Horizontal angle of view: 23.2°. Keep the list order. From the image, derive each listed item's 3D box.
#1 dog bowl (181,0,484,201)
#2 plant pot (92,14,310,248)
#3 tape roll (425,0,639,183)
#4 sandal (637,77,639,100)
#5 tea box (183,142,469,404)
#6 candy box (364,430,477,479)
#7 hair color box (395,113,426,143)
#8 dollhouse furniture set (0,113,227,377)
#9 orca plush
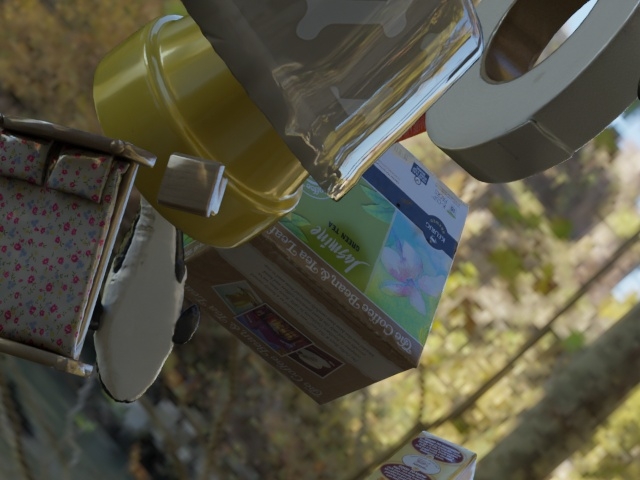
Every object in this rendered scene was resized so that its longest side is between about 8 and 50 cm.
[{"bbox_3d":[-0.046,-0.188,0.724,0.348,0.102,0.349,55,5,-8],"label":"dog bowl"},{"bbox_3d":[-0.069,-0.157,1.637,0.254,0.239,0.254,41,29,-29],"label":"plant pot"},{"bbox_3d":[0.274,-0.236,1.741,0.072,0.392,0.392,38,3,-21],"label":"tape roll"},{"bbox_3d":[0.407,-0.222,1.386,0.086,0.303,0.120,45,16,26],"label":"sandal"},{"bbox_3d":[0.000,0.000,2.236,0.329,0.323,0.220,40,-41,-22],"label":"tea box"},{"bbox_3d":[0.073,0.384,1.907,0.088,0.183,0.316,22,28,26],"label":"candy box"},{"bbox_3d":[0.091,-0.158,1.970,0.072,0.141,0.043,27,-52,41],"label":"hair color box"},{"bbox_3d":[-0.297,0.034,1.250,0.356,0.303,0.174,12,-7,24],"label":"dollhouse furniture set"},{"bbox_3d":[-0.232,0.042,1.859,0.102,0.151,0.287,21,-62,58],"label":"orca plush"}]
